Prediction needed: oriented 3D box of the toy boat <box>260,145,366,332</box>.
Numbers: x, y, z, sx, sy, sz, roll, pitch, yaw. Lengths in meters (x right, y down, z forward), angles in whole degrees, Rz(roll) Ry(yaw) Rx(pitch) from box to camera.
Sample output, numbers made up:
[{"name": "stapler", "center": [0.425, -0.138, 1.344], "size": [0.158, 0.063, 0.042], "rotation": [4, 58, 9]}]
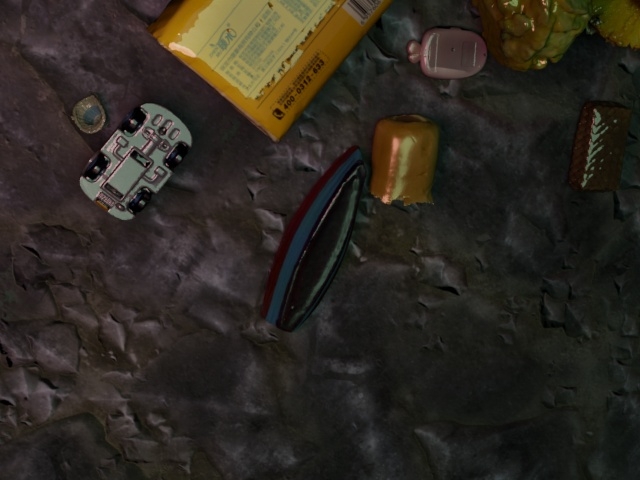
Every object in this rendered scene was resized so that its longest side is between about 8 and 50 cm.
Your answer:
[{"name": "toy boat", "center": [0.000, 0.000, 1.901], "size": [0.136, 0.079, 0.392], "rotation": [21, 101, -20]}]

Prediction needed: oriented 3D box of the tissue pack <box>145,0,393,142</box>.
[{"name": "tissue pack", "center": [-0.072, -0.410, 1.686], "size": [0.293, 0.228, 0.382], "rotation": [38, 92, -22]}]

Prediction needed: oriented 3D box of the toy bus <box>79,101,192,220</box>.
[{"name": "toy bus", "center": [-0.332, -0.151, 1.737], "size": [0.126, 0.136, 0.209], "rotation": [39, 92, -20]}]

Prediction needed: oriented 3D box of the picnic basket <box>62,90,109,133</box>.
[{"name": "picnic basket", "center": [-0.416, -0.229, 1.729], "size": [0.065, 0.083, 0.083], "rotation": [-27, 154, 9]}]

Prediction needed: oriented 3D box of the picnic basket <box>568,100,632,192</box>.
[{"name": "picnic basket", "center": [0.583, -0.190, 2.002], "size": [0.110, 0.055, 0.193], "rotation": [2, 106, -15]}]

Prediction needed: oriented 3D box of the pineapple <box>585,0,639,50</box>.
[{"name": "pineapple", "center": [0.557, -0.489, 1.869], "size": [0.161, 0.158, 0.334], "rotation": [-35, 135, 21]}]

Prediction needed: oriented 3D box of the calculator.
[{"name": "calculator", "center": [0.249, -0.366, 1.886], "size": [0.166, 0.024, 0.103], "rotation": [-2, 105, -15]}]

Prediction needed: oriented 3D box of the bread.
[{"name": "bread", "center": [0.168, -0.158, 1.888], "size": [0.134, 0.085, 0.173], "rotation": [1, 105, -15]}]

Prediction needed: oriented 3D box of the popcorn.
[{"name": "popcorn", "center": [0.397, -0.446, 1.793], "size": [0.192, 0.233, 0.266], "rotation": [-10, 126, -21]}]
